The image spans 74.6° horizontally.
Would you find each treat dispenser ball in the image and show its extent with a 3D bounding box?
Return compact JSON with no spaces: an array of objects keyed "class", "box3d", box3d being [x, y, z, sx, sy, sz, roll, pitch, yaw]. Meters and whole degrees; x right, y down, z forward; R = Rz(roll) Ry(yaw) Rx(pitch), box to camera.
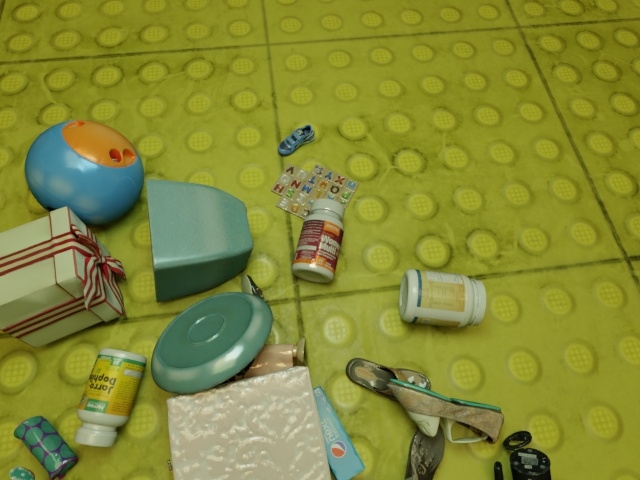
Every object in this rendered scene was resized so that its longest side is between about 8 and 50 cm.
[{"class":"treat dispenser ball","box3d":[-0.644,-0.186,1.164,0.288,0.288,0.288,1,66,-2]}]

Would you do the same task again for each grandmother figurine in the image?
[{"class":"grandmother figurine","box3d":[-0.212,0.317,1.062,0.342,0.104,0.208,2,80,1]}]

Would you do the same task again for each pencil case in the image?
[{"class":"pencil case","box3d":[-0.643,0.484,0.986,0.152,0.064,0.070,39,108,14]}]

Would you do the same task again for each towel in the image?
[{"class":"towel","box3d":[-0.156,0.469,0.931,0.332,0.053,0.317,-9,78,-10]}]

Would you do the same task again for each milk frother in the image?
[{"class":"milk frother","box3d":[0.489,0.547,0.989,0.143,0.129,0.134,-23,104,-41]}]

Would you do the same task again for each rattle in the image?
[{"class":"rattle","box3d":[-0.580,0.560,0.933,0.143,0.130,0.199,-29,60,-14]}]

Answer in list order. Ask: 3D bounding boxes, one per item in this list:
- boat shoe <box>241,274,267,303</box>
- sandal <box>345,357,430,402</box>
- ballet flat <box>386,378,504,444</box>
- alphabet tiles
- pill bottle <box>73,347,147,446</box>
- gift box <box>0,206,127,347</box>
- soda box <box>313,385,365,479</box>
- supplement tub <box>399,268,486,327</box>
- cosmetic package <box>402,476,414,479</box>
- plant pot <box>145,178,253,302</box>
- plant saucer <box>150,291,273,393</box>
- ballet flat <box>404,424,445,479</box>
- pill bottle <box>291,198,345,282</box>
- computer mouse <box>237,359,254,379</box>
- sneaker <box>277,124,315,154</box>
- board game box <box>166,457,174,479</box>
[{"class":"boat shoe","box3d":[-0.184,0.151,1.167,0.042,0.049,0.133,-3,51,-39]},{"class":"sandal","box3d":[0.174,0.353,1.077,0.219,0.060,0.090,19,67,7]},{"class":"ballet flat","box3d":[0.297,0.420,1.004,0.316,0.107,0.106,18,74,-8]},{"class":"alphabet tiles","box3d":[-0.025,-0.154,1.326,0.237,0.009,0.198,26,68,9]},{"class":"pill bottle","box3d":[-0.507,0.375,1.011,0.117,0.117,0.208,9,66,2]},{"class":"gift box","box3d":[-0.649,0.110,1.056,0.258,0.255,0.276,-24,63,-10]},{"class":"soda box","box3d":[0.021,0.466,1.017,0.071,0.067,0.210,-27,69,-13]},{"class":"supplement tub","box3d":[0.321,0.156,1.125,0.200,0.144,0.144,6,66,0]},{"class":"cosmetic package","box3d":[0.086,0.640,0.878,0.309,0.113,0.160,-23,69,3]},{"class":"plant pot","box3d":[-0.321,-0.002,1.128,0.252,0.248,0.247,-5,65,-22]},{"class":"plant saucer","box3d":[-0.271,0.226,1.025,0.318,0.043,0.317,-15,31,9]},{"class":"ballet flat","box3d":[0.236,0.554,0.998,0.084,0.058,0.250,19,62,3]},{"class":"pill bottle","box3d":[0.000,0.000,1.193,0.121,0.121,0.221,12,68,3]},{"class":"computer mouse","box3d":[-0.185,0.361,0.998,0.071,0.041,0.242,2,97,0]},{"class":"sneaker","box3d":[-0.081,-0.333,1.377,0.144,0.059,0.053,-36,74,-16]},{"class":"board game box","box3d":[-0.226,0.556,0.972,0.194,0.060,0.194,-23,68,-13]}]
